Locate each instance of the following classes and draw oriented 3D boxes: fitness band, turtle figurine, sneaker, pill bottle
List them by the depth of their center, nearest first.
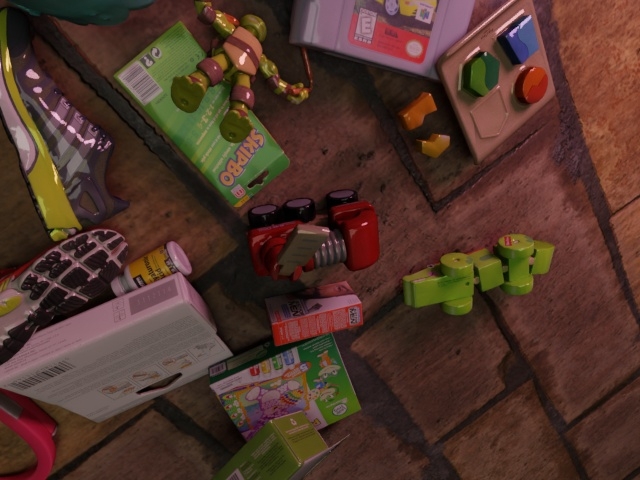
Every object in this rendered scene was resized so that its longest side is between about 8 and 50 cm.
[{"bbox_3d":[-0.125,-0.255,0.565,0.269,0.087,0.217,43,50,-38],"label":"turtle figurine"},{"bbox_3d":[-0.361,-0.154,0.571,0.121,0.111,0.299,-21,114,-33],"label":"sneaker"},{"bbox_3d":[-0.435,0.062,0.623,0.279,0.118,0.107,-40,138,-21],"label":"sneaker"},{"bbox_3d":[-0.281,0.055,0.685,0.116,0.065,0.065,-30,116,-3],"label":"pill bottle"},{"bbox_3d":[-0.605,0.343,0.716,0.209,0.054,0.290,-29,115,-1],"label":"fitness band"}]

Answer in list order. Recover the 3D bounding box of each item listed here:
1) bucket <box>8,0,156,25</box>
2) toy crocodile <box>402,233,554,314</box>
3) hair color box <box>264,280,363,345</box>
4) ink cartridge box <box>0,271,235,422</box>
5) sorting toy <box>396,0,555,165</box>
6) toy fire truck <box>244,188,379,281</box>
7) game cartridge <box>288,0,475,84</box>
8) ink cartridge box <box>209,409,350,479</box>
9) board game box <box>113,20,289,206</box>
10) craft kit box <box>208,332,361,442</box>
[{"bbox_3d":[-0.295,-0.370,0.402,0.282,0.183,0.281,2,112,6],"label":"bucket"},{"bbox_3d":[0.330,0.062,0.857,0.341,0.105,0.115,-16,115,-5],"label":"toy crocodile"},{"bbox_3d":[-0.015,0.134,0.780,0.167,0.093,0.053,-11,114,-13],"label":"hair color box"},{"bbox_3d":[-0.326,0.200,0.723,0.297,0.066,0.261,-23,145,-7],"label":"ink cartridge box"},{"bbox_3d":[0.281,-0.243,0.705,0.307,0.041,0.229,-41,125,-7],"label":"sorting toy"},{"bbox_3d":[0.000,0.000,0.645,0.217,0.246,0.158,-12,114,-11],"label":"toy fire truck"},{"bbox_3d":[0.107,-0.365,0.623,0.295,0.060,0.195,3,106,-25],"label":"game cartridge"},{"bbox_3d":[-0.073,0.442,0.836,0.189,0.097,0.255,-47,154,7],"label":"ink cartridge box"},{"bbox_3d":[-0.171,-0.182,0.640,0.124,0.039,0.259,-39,114,1],"label":"board game box"},{"bbox_3d":[-0.064,0.307,0.848,0.250,0.061,0.246,-23,123,-6],"label":"craft kit box"}]
